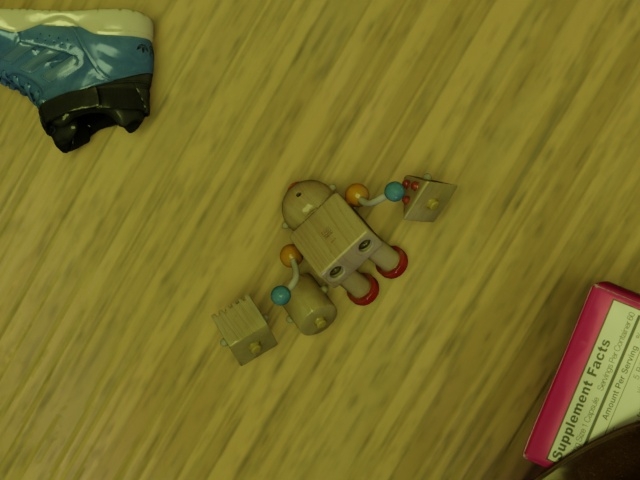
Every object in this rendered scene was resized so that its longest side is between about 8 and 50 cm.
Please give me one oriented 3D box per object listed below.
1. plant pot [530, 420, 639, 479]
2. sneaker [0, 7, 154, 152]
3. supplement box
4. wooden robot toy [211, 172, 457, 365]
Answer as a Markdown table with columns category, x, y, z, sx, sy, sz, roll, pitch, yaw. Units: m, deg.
| category | x | y | z | sx | sy | sz | roll | pitch | yaw |
| --- | --- | --- | --- | --- | --- | --- | --- | --- | --- |
| plant pot | 0.165 | 0.200 | 0.532 | 0.167 | 0.167 | 0.165 | -39 | 92 | 5 |
| sneaker | -0.181 | -0.098 | 0.701 | 0.152 | 0.058 | 0.084 | -1 | 85 | -3 |
| supplement box | 0.242 | 0.112 | 0.635 | 0.220 | 0.111 | 0.113 | 24 | 96 | 18 |
| wooden robot toy | 0.000 | 0.000 | 0.705 | 0.173 | 0.076 | 0.079 | -42 | 55 | 5 |
